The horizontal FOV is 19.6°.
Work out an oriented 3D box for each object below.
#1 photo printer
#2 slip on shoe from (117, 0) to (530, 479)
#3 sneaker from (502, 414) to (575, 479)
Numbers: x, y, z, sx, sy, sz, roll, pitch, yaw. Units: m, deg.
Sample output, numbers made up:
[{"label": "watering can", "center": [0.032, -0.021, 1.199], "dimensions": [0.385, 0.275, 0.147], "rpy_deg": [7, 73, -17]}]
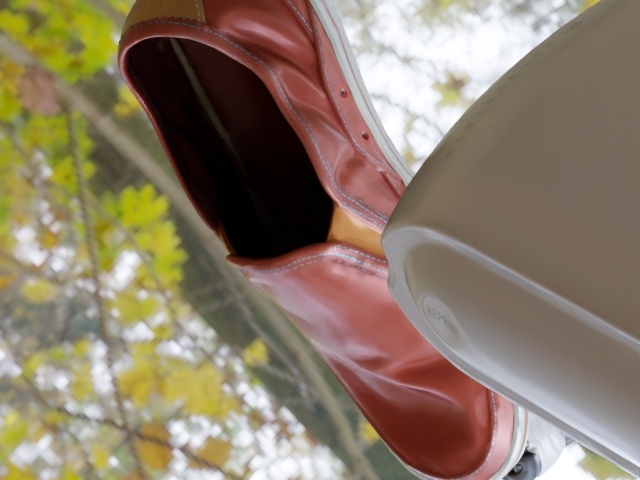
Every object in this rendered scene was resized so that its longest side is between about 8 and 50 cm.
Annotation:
[{"label": "photo printer", "center": [0.197, -0.003, 0.757], "dimensions": [0.256, 0.107, 0.307], "rpy_deg": [-39, -130, -25]}, {"label": "slip on shoe", "center": [0.000, 0.000, 0.924], "dimensions": [0.123, 0.331, 0.101], "rpy_deg": [-11, -153, 38]}, {"label": "sneaker", "center": [0.079, 0.029, 1.159], "dimensions": [0.108, 0.100, 0.271], "rpy_deg": [-31, -117, -21]}]
